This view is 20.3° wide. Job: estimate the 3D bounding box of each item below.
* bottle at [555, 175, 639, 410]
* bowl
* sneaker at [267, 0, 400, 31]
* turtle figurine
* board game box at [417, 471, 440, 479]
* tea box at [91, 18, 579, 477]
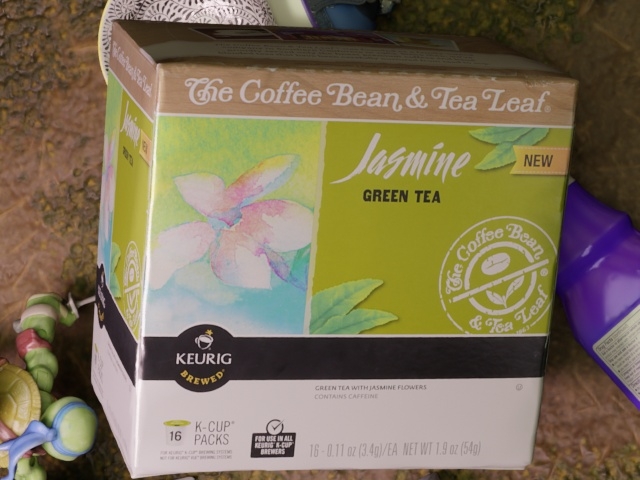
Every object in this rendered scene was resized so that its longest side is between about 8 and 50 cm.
[{"bbox_3d":[0.273,0.061,1.518,0.118,0.092,0.283,-43,83,10],"label":"bottle"},{"bbox_3d":[-0.105,-0.174,1.595,0.170,0.080,0.170,1,93,13],"label":"bowl"},{"bbox_3d":[0.063,-0.294,1.528,0.236,0.130,0.322,-19,83,16],"label":"sneaker"},{"bbox_3d":[-0.266,0.156,1.634,0.266,0.275,0.197,4,119,32],"label":"turtle figurine"},{"bbox_3d":[0.029,0.418,1.598,0.319,0.066,0.318,-27,87,11],"label":"board game box"},{"bbox_3d":[0.000,0.000,1.424,0.329,0.220,0.323,0,105,-16],"label":"tea box"}]
